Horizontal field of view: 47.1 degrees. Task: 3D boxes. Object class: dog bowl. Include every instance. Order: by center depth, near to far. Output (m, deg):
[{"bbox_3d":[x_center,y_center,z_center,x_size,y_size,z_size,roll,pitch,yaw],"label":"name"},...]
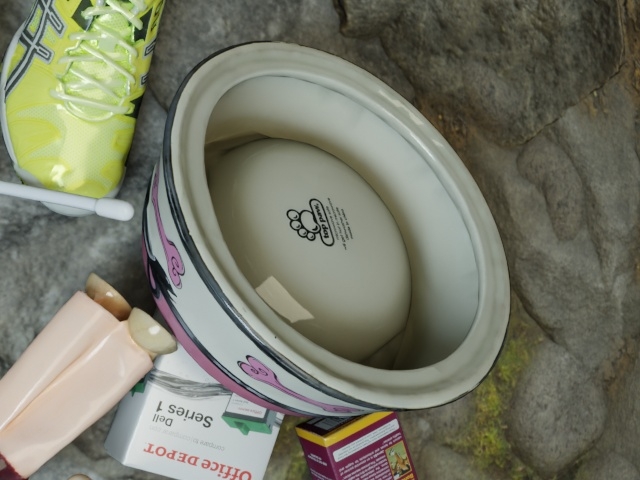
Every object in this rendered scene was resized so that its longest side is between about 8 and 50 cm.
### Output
[{"bbox_3d":[0.000,0.000,0.764,0.408,0.150,0.408,21,51,-28],"label":"dog bowl"}]

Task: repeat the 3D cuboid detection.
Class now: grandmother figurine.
[{"bbox_3d":[-0.297,0.184,0.668,0.342,0.208,0.104,-48,141,-20],"label":"grandmother figurine"}]

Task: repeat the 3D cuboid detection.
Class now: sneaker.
[{"bbox_3d":[-0.230,-0.216,0.733,0.145,0.147,0.384,8,85,-28],"label":"sneaker"}]

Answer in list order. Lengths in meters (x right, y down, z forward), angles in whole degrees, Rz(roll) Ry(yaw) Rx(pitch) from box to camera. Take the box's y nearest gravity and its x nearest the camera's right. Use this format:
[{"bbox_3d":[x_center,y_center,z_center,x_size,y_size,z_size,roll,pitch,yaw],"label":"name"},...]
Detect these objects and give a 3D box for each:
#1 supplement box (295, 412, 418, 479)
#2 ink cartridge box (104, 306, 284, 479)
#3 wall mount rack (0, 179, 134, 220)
[{"bbox_3d":[0.056,0.297,0.894,0.104,0.081,0.188,-21,97,-27],"label":"supplement box"},{"bbox_3d":[-0.117,0.152,0.805,0.160,0.092,0.219,24,77,-24],"label":"ink cartridge box"},{"bbox_3d":[-0.313,-0.145,0.657,0.304,0.130,0.350,5,96,-15],"label":"wall mount rack"}]
